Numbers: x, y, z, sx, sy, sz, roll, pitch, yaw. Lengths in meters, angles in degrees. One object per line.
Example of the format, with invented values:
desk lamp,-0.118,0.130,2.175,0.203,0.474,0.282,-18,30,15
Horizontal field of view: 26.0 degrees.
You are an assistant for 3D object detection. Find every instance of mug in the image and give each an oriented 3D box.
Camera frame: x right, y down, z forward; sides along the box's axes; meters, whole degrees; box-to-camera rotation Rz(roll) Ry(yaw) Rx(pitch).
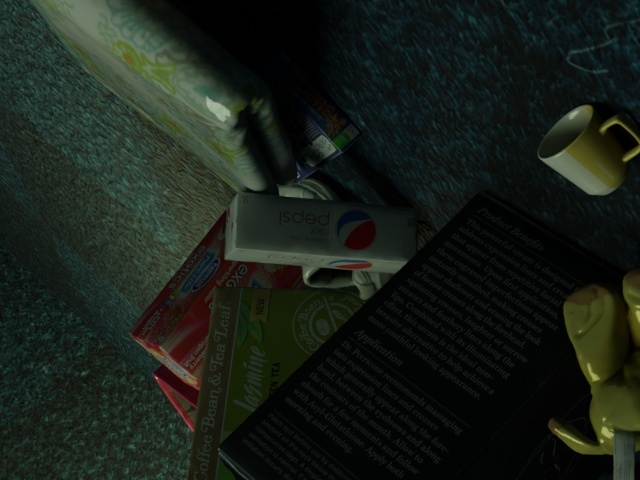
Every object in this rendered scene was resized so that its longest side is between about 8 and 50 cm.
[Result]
mug,0.231,-0.071,1.167,0.064,0.062,0.078,42,171,-16

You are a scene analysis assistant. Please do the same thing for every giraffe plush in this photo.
giraffe plush,0.326,0.134,1.277,0.181,0.210,0.170,15,-179,36

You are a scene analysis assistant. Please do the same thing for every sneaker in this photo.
sneaker,0.000,0.000,1.732,0.232,0.115,0.090,25,151,38

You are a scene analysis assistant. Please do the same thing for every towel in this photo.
towel,-0.171,-0.192,1.538,0.321,0.090,0.374,37,173,12

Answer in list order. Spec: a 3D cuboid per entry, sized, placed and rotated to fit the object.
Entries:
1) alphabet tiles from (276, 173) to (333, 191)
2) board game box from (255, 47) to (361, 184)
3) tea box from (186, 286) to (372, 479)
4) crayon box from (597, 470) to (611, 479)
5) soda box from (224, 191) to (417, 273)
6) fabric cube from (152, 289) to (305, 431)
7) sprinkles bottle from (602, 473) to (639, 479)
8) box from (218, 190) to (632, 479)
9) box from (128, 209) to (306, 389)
alphabet tiles,-0.026,-0.053,1.854,0.237,0.009,0.198,51,158,-18
board game box,-0.036,-0.144,1.651,0.136,0.035,0.201,48,163,-5
tea box,0.016,0.253,1.734,0.324,0.328,0.220,1,151,7
crayon box,0.237,0.318,1.816,0.278,0.165,0.081,28,170,43
soda box,0.001,-0.007,1.609,0.216,0.069,0.074,4,168,-13
fabric cube,-0.058,0.250,2.211,0.254,0.258,0.259,29,156,40
sprinkles bottle,0.460,0.403,1.594,0.355,0.121,0.121,31,157,38
box,0.132,0.203,1.437,0.212,0.395,0.293,36,159,33
box,-0.135,0.082,1.991,0.128,0.257,0.123,45,164,-26
